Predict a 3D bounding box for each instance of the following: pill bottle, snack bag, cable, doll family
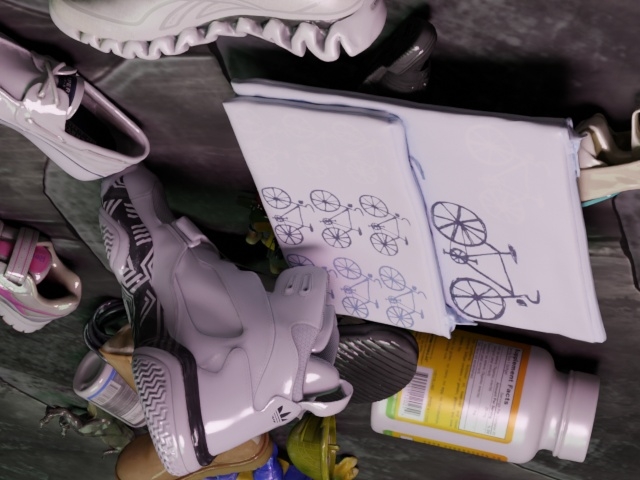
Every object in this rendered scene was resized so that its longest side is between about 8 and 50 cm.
[{"bbox_3d":[-0.256,0.203,2.255,0.078,0.078,0.137,-16,138,44],"label":"pill bottle"},{"bbox_3d":[0.099,-0.014,1.598,0.342,0.037,0.323,9,142,24],"label":"snack bag"},{"bbox_3d":[-0.216,0.134,2.146,0.150,0.047,0.184,-9,142,38],"label":"cable"},{"bbox_3d":[0.000,0.000,1.787,0.193,0.076,0.111,11,147,-1],"label":"doll family"},{"bbox_3d":[0.189,0.178,1.927,0.246,0.136,0.136,12,151,7],"label":"pill bottle"}]

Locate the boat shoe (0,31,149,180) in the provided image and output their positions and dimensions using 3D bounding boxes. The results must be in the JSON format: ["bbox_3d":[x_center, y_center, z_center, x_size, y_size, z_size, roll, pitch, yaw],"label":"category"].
[{"bbox_3d":[-0.269,-0.146,1.658,0.084,0.095,0.258,-12,151,34],"label":"boat shoe"}]

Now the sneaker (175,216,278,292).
[{"bbox_3d":[-0.128,0.044,1.866,0.153,0.094,0.235,36,173,-27],"label":"sneaker"}]

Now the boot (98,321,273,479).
[{"bbox_3d":[-0.208,0.206,2.142,0.236,0.089,0.269,-17,136,15],"label":"boot"}]

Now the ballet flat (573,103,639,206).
[{"bbox_3d":[0.278,-0.083,1.507,0.248,0.086,0.086,-9,143,35],"label":"ballet flat"}]

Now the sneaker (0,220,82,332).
[{"bbox_3d":[-0.376,0.018,1.986,0.111,0.103,0.252,-14,146,36],"label":"sneaker"}]

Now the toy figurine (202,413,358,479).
[{"bbox_3d":[-0.081,0.353,2.329,0.217,0.191,0.362,14,150,15],"label":"toy figurine"}]

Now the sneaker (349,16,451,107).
[{"bbox_3d":[0.087,-0.142,1.516,0.089,0.051,0.170,25,154,-16],"label":"sneaker"}]

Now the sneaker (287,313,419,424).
[{"bbox_3d":[0.004,0.106,1.880,0.122,0.146,0.330,35,151,-23],"label":"sneaker"}]

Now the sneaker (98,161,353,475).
[{"bbox_3d":[-0.099,0.055,1.721,0.210,0.366,0.137,-15,146,-4],"label":"sneaker"}]

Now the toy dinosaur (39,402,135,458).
[{"bbox_3d":[-0.330,0.260,2.416,0.118,0.064,0.268,0,146,14],"label":"toy dinosaur"}]

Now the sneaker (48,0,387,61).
[{"bbox_3d":[-0.093,-0.224,1.419,0.292,0.110,0.118,0,140,12],"label":"sneaker"}]
